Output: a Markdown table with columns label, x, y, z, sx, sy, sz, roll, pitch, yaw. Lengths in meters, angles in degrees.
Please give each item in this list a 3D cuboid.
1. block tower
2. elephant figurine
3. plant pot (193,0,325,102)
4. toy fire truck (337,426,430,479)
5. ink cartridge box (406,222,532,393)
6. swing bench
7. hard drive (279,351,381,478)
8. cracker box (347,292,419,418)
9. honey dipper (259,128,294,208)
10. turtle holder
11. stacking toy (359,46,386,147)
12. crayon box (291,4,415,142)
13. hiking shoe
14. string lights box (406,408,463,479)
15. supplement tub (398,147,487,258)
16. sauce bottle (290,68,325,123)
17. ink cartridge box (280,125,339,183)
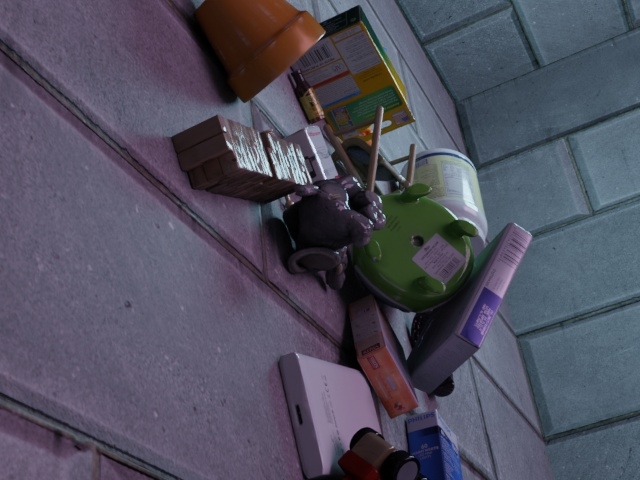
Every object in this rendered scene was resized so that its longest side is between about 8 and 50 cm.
| label | x | y | z | sx | sy | sz | roll | pitch | yaw |
| --- | --- | --- | --- | --- | --- | --- | --- | --- | --- |
| block tower | -0.124 | -0.130 | 1.568 | 0.335 | 0.097 | 0.090 | 6 | 64 | -68 |
| elephant figurine | 0.000 | 0.000 | 1.720 | 0.186 | 0.239 | 0.169 | 42 | 37 | 1 |
| plant pot | -0.127 | -0.394 | 1.711 | 0.188 | 0.205 | 0.205 | 49 | 23 | -11 |
| toy fire truck | 0.077 | 0.463 | 1.460 | 0.158 | 0.246 | 0.217 | 25 | -27 | 50 |
| ink cartridge box | 0.298 | 0.162 | 1.948 | 0.071 | 0.330 | 0.324 | 32 | 55 | 1 |
| swing bench | 0.144 | -0.148 | 2.237 | 0.253 | 0.165 | 0.254 | 37 | 39 | -59 |
| hard drive | 0.031 | 0.313 | 1.600 | 0.307 | 0.040 | 0.203 | 31 | 42 | -62 |
| cracker box | 0.123 | 0.229 | 1.851 | 0.155 | 0.067 | 0.232 | 62 | 7 | -21 |
| honey dipper | -0.084 | -0.137 | 1.792 | 0.030 | 0.031 | 0.160 | -17 | 90 | -72 |
| turtle holder | 0.156 | 0.027 | 1.959 | 0.227 | 0.321 | 0.243 | 113 | -9 | -64 |
| stacking toy | 0.100 | -0.358 | 2.409 | 0.166 | 0.175 | 0.301 | -39 | 121 | -71 |
| crayon box | 0.075 | -0.390 | 2.237 | 0.323 | 0.203 | 0.083 | 54 | 23 | -39 |
| hiking shoe | 0.281 | 0.284 | 2.310 | 0.114 | 0.086 | 0.226 | 52 | 27 | -76 |
| string lights box | 0.253 | 0.508 | 1.958 | 0.133 | 0.077 | 0.259 | 53 | 24 | -40 |
| supplement tub | 0.351 | -0.082 | 2.633 | 0.235 | 0.236 | 0.324 | 53 | 24 | -39 |
| sauce bottle | -0.032 | -0.336 | 2.132 | 0.128 | 0.042 | 0.042 | 64 | 19 | -13 |
| ink cartridge box | -0.017 | -0.161 | 1.946 | 0.150 | 0.063 | 0.109 | 68 | 18 | -2 |
